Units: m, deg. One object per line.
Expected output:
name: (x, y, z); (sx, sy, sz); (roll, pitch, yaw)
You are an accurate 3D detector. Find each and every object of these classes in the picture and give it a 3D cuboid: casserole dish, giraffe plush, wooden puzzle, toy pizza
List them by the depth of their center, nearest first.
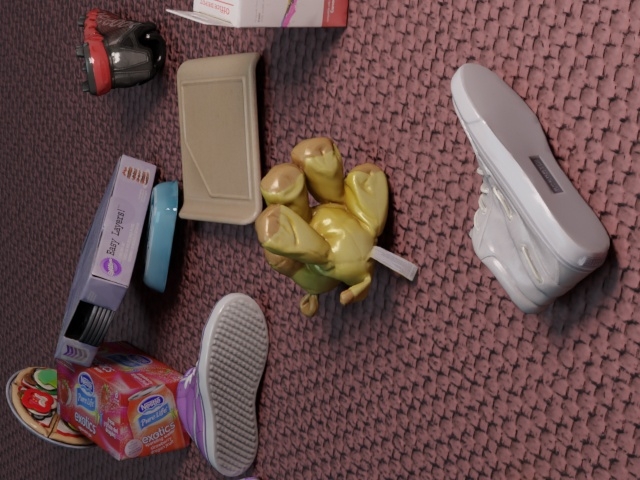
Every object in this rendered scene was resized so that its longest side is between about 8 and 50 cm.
giraffe plush: (0.000, 0.000, 1.572); (0.210, 0.181, 0.170); (45, 154, -4)
wooden puzzle: (-0.140, -0.146, 1.837); (0.221, 0.044, 0.238); (7, 97, 56)
casserole dish: (-0.250, -0.007, 1.987); (0.114, 0.037, 0.188); (-106, 25, -60)
toy pizza: (-0.451, 0.284, 2.236); (0.032, 0.201, 0.201); (-58, 48, 23)

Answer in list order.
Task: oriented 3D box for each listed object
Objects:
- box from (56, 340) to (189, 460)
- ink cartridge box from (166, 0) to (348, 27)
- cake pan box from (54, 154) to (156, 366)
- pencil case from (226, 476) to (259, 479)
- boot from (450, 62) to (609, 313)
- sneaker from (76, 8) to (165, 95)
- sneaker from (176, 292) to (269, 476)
box: (-0.328, 0.257, 2.103); (0.257, 0.128, 0.122); (19, 110, 54)
ink cartridge box: (-0.077, -0.301, 1.567); (0.115, 0.198, 0.067); (27, 118, 51)
cake pan box: (-0.344, 0.037, 2.035); (0.246, 0.070, 0.267); (120, 162, -46)
pencil case: (-0.104, 0.444, 1.848); (0.088, 0.086, 0.206); (120, 138, -75)
boot: (0.182, -0.050, 1.311); (0.123, 0.095, 0.258); (-50, 56, 39)
sneaker: (-0.313, -0.303, 2.017); (0.276, 0.135, 0.097); (-114, 17, -64)
sneaker: (-0.161, 0.188, 1.870); (0.161, 0.102, 0.282); (36, 124, 52)
